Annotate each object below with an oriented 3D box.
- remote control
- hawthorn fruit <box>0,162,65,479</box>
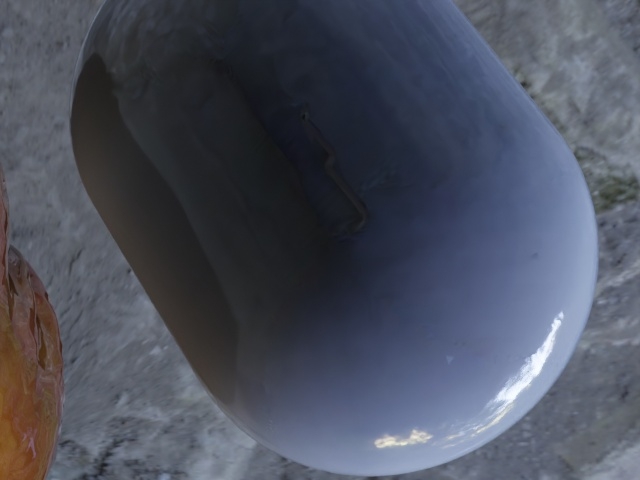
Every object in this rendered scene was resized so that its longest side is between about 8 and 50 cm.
[{"bbox_3d":[-0.003,-0.037,0.602,0.221,0.103,0.332,-37,68,6],"label":"remote control"},{"bbox_3d":[-0.389,0.036,0.653,0.471,0.472,0.472,3,79,-15],"label":"hawthorn fruit"}]
